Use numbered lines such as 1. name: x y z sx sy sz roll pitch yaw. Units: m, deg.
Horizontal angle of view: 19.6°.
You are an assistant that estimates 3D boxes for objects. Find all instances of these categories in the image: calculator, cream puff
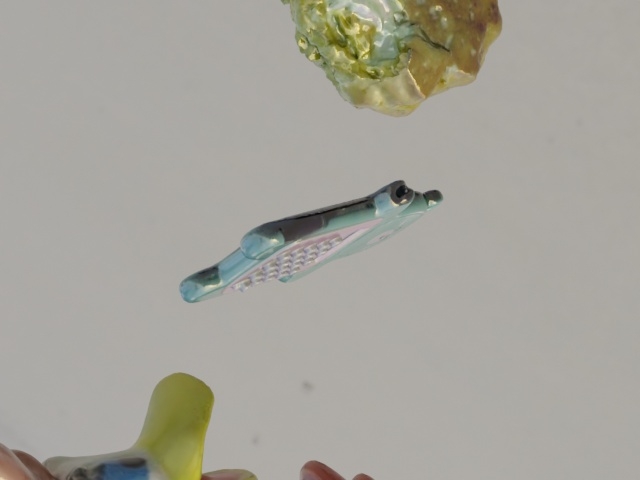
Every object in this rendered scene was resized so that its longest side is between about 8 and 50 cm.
1. calculator: 0.000 0.000 0.867 0.094 0.141 0.019 -35 77 41
2. cream puff: 0.051 -0.255 1.876 0.185 0.281 0.282 5 154 43

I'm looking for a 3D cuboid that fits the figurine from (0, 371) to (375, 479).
1. figurine: -0.029 0.208 0.984 0.421 0.193 0.154 51 163 -20
